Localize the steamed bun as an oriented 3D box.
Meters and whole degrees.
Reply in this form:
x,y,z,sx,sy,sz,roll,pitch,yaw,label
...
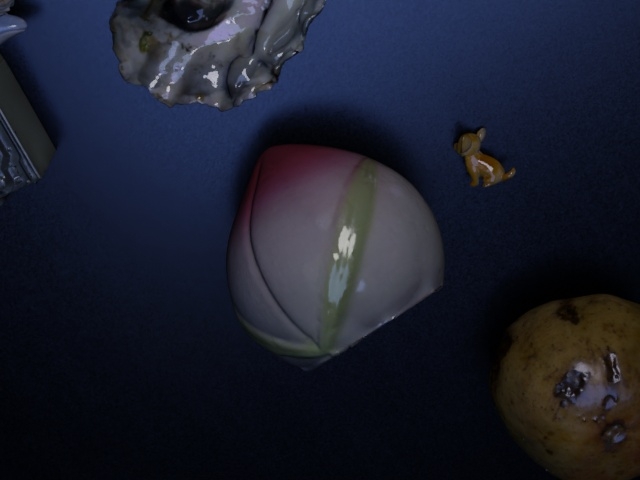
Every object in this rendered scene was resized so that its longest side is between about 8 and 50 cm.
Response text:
x,y,z,sx,sy,sz,roll,pitch,yaw,label
0.000,0.000,1.585,0.310,0.309,0.309,-1,111,-3,steamed bun

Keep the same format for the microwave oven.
x,y,z,sx,sy,sz,roll,pitch,yaw,label
-0.502,-0.113,1.581,0.241,0.145,0.194,-24,108,6,microwave oven

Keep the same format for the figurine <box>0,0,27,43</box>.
x,y,z,sx,sy,sz,roll,pitch,yaw,label
-0.471,-0.319,1.512,0.209,0.128,0.183,30,105,-9,figurine

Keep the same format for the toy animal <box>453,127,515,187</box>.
x,y,z,sx,sy,sz,roll,pitch,yaw,label
0.227,-0.119,1.662,0.081,0.060,0.083,3,119,39,toy animal

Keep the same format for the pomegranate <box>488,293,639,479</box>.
x,y,z,sx,sy,sz,roll,pitch,yaw,label
0.381,0.210,1.694,0.281,0.281,0.281,-1,111,-3,pomegranate

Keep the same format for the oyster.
x,y,z,sx,sy,sz,roll,pitch,yaw,label
-0.118,-0.319,1.540,0.238,0.115,0.351,33,102,-6,oyster
